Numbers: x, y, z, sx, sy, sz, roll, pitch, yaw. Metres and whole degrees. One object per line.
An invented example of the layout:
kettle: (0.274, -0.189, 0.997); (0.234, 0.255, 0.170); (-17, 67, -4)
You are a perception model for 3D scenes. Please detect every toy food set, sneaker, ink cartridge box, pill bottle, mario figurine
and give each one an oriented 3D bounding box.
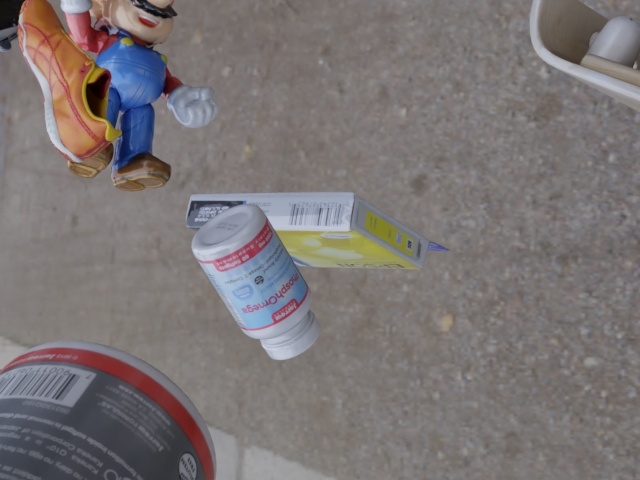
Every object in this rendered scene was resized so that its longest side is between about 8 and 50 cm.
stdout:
toy food set: (0.326, -0.106, 0.731); (0.306, 0.219, 0.092); (36, 106, 45)
sneaker: (-0.221, -0.150, 0.903); (0.067, 0.064, 0.175); (-28, 71, 7)
ink cartridge box: (0.000, 0.000, 1.577); (0.303, 0.307, 0.072); (0, 71, 34)
pill bottle: (-0.064, 0.047, 1.075); (0.087, 0.087, 0.160); (23, 147, 59)
mario figurine: (-0.227, -0.236, 1.249); (0.198, 0.170, 0.321); (55, -145, -70)
pill bottle: (-0.226, 0.252, 0.713); (0.210, 0.210, 0.363); (-63, 0, 34)

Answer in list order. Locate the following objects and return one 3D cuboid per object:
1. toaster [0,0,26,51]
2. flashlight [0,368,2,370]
toaster: (-0.479, -0.335, 1.340); (0.110, 0.168, 0.186); (-26, 98, 34)
flashlight: (-0.380, 0.325, 1.410); (0.103, 0.103, 0.304); (-17, 110, 45)
